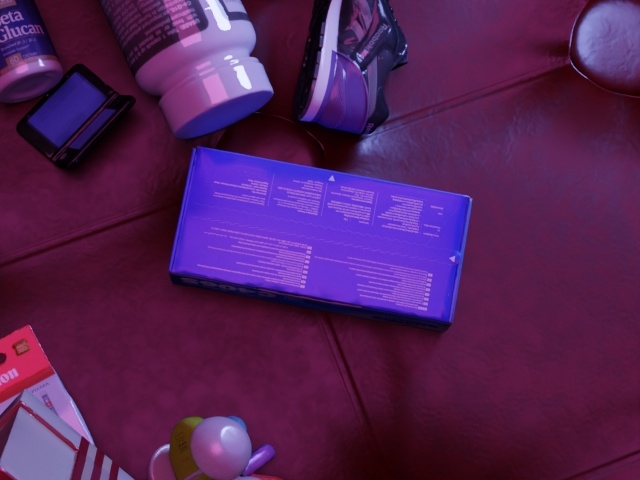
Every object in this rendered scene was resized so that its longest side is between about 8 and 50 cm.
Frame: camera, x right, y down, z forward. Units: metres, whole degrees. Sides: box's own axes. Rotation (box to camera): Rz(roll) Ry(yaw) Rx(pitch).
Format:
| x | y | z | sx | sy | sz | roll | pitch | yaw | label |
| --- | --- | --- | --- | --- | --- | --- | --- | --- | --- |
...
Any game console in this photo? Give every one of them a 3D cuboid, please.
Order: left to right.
| x | y | z | sx | sy | sz | roll | pitch | yaw | label |
| --- | --- | --- | --- | --- | --- | --- | --- | --- | --- |
| -0.305 | -0.156 | 1.838 | 0.122 | 0.107 | 0.071 | -49 | 112 | -11 | game console |

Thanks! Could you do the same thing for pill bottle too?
| x | y | z | sx | sy | sz | roll | pitch | yaw | label |
| --- | --- | --- | --- | --- | --- | --- | --- | --- | --- |
| -0.394 | -0.265 | 1.844 | 0.094 | 0.094 | 0.169 | -23 | 79 | -8 | pill bottle |
| -0.179 | -0.279 | 1.821 | 0.161 | 0.161 | 0.283 | -24 | 83 | -8 | pill bottle |

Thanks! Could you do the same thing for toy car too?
| x | y | z | sx | sy | sz | roll | pitch | yaw | label |
| --- | --- | --- | --- | --- | --- | --- | --- | --- | --- |
| -0.103 | 0.284 | 1.723 | 0.136 | 0.159 | 0.182 | -17 | 76 | -42 | toy car |

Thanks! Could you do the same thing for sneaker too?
| x | y | z | sx | sy | sz | roll | pitch | yaw | label |
| --- | --- | --- | --- | --- | --- | --- | --- | --- | --- |
| 0.055 | -0.271 | 1.881 | 0.124 | 0.107 | 0.283 | 15 | 80 | -15 | sneaker |

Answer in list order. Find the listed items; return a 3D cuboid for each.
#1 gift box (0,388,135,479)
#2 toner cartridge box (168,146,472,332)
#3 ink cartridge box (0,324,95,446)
| x | y | z | sx | sy | sz | roll | pitch | yaw | label |
| --- | --- | --- | --- | --- | --- | --- | --- | --- | --- |
| -0.342 | 0.343 | 1.604 | 0.276 | 0.258 | 0.255 | -41 | 103 | 7 | gift box |
| 0.000 | 0.000 | 1.814 | 0.348 | 0.075 | 0.165 | 11 | 78 | 0 | toner cartridge box |
| -0.371 | 0.207 | 1.764 | 0.145 | 0.045 | 0.179 | -29 | 83 | -9 | ink cartridge box |
